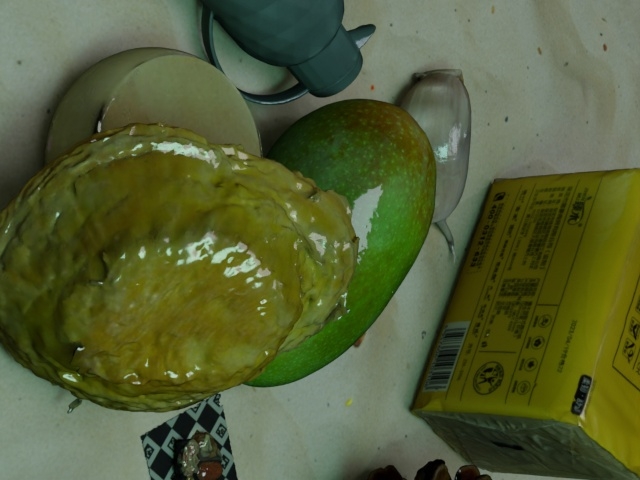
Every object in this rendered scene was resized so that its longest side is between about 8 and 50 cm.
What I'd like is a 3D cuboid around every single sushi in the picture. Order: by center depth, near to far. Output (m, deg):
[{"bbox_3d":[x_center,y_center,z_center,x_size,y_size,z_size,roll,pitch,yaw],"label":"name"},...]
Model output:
[{"bbox_3d":[-0.136,0.251,1.551,0.126,0.026,0.120,-24,107,-45],"label":"sushi"}]

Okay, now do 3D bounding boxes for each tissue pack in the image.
[{"bbox_3d":[0.331,0.116,1.866,0.228,0.293,0.382,38,63,-35],"label":"tissue pack"}]

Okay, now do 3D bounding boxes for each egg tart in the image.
[{"bbox_3d":[-0.152,0.057,1.331,0.351,0.153,0.339,29,111,-29],"label":"egg tart"}]

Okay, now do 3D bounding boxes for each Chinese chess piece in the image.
[{"bbox_3d":[-0.176,-0.079,1.457,0.251,0.097,0.250,-1,92,-47],"label":"Chinese chess piece"}]

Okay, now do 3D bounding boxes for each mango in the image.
[{"bbox_3d":[0.000,0.000,1.578,0.382,0.201,0.225,-57,153,-19],"label":"mango"}]

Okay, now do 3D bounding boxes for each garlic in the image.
[{"bbox_3d":[0.155,-0.096,1.830,0.148,0.128,0.266,0,101,-35],"label":"garlic"}]

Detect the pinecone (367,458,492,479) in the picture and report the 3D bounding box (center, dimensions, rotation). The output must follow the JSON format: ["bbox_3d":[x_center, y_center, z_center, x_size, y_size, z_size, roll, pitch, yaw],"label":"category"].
[{"bbox_3d":[0.158,0.400,1.682,0.242,0.296,0.298,-36,106,-37],"label":"pinecone"}]

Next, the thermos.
[{"bbox_3d":[-0.065,-0.271,1.553,0.182,0.145,0.286,-40,125,-2],"label":"thermos"}]
